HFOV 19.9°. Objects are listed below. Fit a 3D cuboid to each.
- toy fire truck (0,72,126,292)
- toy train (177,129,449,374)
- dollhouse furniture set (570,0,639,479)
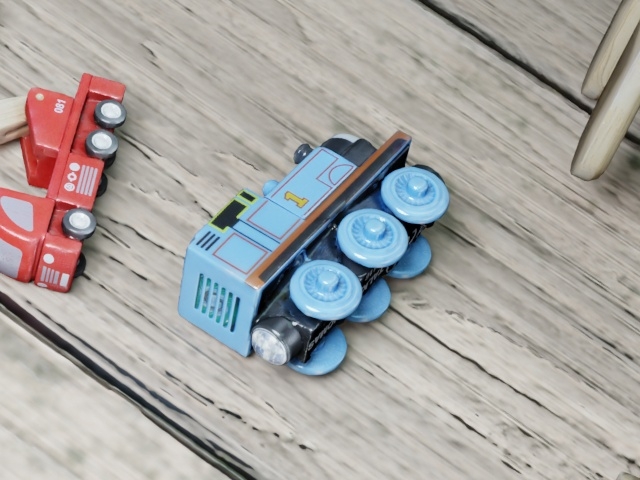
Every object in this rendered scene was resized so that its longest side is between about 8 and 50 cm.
[{"bbox_3d":[-0.189,-0.066,1.093,0.135,0.047,0.192,15,52,-6],"label":"toy fire truck"},{"bbox_3d":[0.000,0.000,1.087,0.105,0.080,0.184,32,51,15],"label":"toy train"},{"bbox_3d":[0.321,0.024,1.130,0.362,0.256,0.394,24,29,0],"label":"dollhouse furniture set"}]
